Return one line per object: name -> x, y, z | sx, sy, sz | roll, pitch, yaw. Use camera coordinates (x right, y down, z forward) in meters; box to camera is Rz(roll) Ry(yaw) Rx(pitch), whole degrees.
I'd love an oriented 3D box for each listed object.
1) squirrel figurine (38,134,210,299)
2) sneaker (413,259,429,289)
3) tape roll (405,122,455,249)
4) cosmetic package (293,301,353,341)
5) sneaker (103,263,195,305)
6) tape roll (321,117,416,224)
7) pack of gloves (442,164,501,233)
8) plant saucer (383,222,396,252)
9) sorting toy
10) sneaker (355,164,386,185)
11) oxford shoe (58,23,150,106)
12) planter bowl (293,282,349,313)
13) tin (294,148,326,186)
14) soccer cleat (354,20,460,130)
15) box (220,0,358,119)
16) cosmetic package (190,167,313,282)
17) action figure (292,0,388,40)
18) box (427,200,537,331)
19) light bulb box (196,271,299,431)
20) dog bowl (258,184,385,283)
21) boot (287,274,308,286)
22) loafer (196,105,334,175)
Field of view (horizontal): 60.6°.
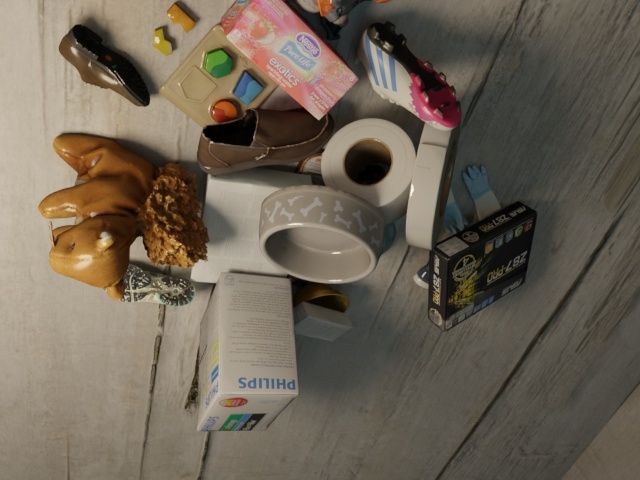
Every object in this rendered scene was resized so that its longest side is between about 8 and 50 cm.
squirrel figurine -> -0.466, -0.045, 1.329 | 0.396, 0.371, 0.281 | 1, 125, -16
sneaker -> 0.455, 0.112, 1.888 | 0.226, 0.086, 0.163 | 18, 120, -27
tape roll -> 0.304, -0.168, 1.459 | 0.071, 0.392, 0.392 | 12, 128, 15
cosmetic package -> -0.006, 0.262, 1.761 | 0.098, 0.061, 0.239 | -36, 145, 25
sneaker -> -0.511, 0.142, 1.627 | 0.282, 0.122, 0.110 | 15, 80, -3
tape roll -> 0.137, -0.176, 1.450 | 0.246, 0.246, 0.169 | -27, 162, 5
pack of gloves -> 0.466, -0.120, 1.742 | 0.195, 0.046, 0.232 | -31, 128, 9
plant saucer -> 0.154, -0.001, 1.750 | 0.194, 0.037, 0.195 | -7, 128, -9
sorting toy -> -0.278, -0.401, 1.326 | 0.229, 0.041, 0.307 | -41, 126, 16
sneaker -> 0.094, -0.100, 1.619 | 0.276, 0.098, 0.135 | -35, 125, 10
oxford shoe -> -0.495, -0.387, 1.265 | 0.096, 0.083, 0.227 | -25, 131, 29
planter bowl -> -0.021, 0.200, 1.803 | 0.217, 0.090, 0.217 | -14, 147, -10
tin -> -0.024, -0.174, 1.573 | 0.106, 0.040, 0.190 | 8, 123, -26
soccer cleat -> 0.207, -0.378, 1.332 | 0.116, 0.331, 0.143 | -29, 167, -31
box -> -0.071, -0.447, 1.279 | 0.142, 0.154, 0.300 | -43, 124, 17
cosmetic package -> -0.204, -0.031, 1.566 | 0.284, 0.098, 0.377 | 8, 129, -16
action figure -> 0.072, -0.613, 1.186 | 0.330, 0.179, 0.341 | -29, 130, -5
box -> 0.529, 0.085, 1.807 | 0.394, 0.097, 0.319 | -25, 132, -23
light bulb box -> -0.228, 0.342, 1.634 | 0.225, 0.361, 0.358 | 7, 145, -20
dog bowl -> 0.000, 0.000, 1.414 | 0.348, 0.102, 0.349 | 7, 150, 4
boot -> -0.057, 0.065, 1.685 | 0.176, 0.089, 0.244 | -26, 146, 7
loafer -> -0.135, -0.265, 1.372 | 0.365, 0.134, 0.130 | -20, 153, -11
